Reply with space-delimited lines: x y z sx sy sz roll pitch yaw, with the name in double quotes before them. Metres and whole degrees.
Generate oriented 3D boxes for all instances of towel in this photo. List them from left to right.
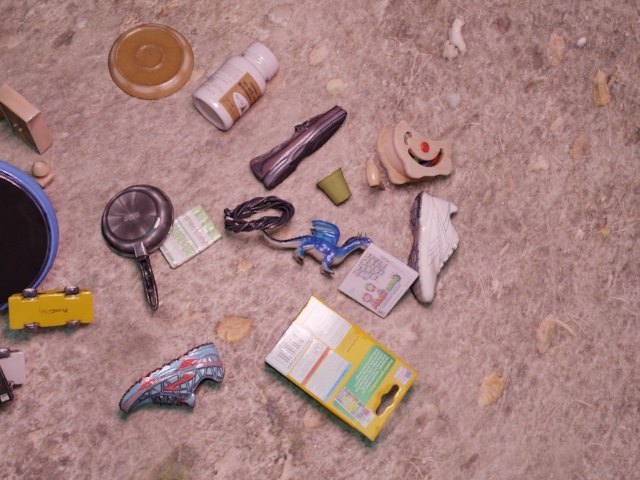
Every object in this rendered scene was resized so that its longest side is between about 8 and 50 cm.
"towel" -0.346 -0.011 1.685 0.152 0.023 0.113 -33 83 -14

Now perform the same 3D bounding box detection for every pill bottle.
"pill bottle" -0.221 -0.418 1.740 0.131 0.131 0.229 40 76 6

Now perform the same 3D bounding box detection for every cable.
"cable" -0.155 -0.068 1.655 0.185 0.150 0.047 -8 114 -7

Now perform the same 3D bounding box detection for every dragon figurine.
"dragon figurine" 0.000 0.000 1.672 0.289 0.085 0.144 24 75 2

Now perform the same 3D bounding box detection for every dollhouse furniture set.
"dollhouse furniture set" -0.854 -0.208 1.586 0.303 0.174 0.355 39 66 7

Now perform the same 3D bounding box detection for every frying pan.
"frying pan" -0.480 0.005 1.642 0.197 0.053 0.326 5 73 9

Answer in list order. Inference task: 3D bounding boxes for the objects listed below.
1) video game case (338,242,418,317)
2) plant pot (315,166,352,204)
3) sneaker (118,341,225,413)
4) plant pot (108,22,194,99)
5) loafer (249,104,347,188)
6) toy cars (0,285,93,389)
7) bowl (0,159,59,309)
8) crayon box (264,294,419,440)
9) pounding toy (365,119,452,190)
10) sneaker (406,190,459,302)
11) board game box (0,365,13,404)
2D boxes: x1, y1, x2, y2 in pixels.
"video game case" 0.144 0.102 1.634 0.143 0.019 0.157 33 117 -3
"plant pot" 0.042 -0.140 1.721 0.083 0.083 0.079 -35 92 -12
"sneaker" -0.348 0.353 1.546 0.262 0.104 0.125 -30 82 -11
"plant pot" -0.470 -0.502 1.794 0.237 0.032 0.236 1 76 -4
"loafer" -0.060 -0.269 1.731 0.302 0.109 0.095 -44 79 -10
"toy cars" -0.726 0.230 1.554 0.394 0.087 0.176 -44 114 -11
"bowl" -0.819 -0.007 1.514 0.391 0.077 0.390 -6 104 -24
"crayon box" 0.049 0.312 1.597 0.323 0.083 0.203 36 76 6
"pounding toy" 0.209 -0.224 1.718 0.270 0.155 0.154 -9 86 -38
"sneaker" 0.297 0.018 1.684 0.129 0.111 0.297 9 76 -8
"board game box" -0.815 0.341 1.472 0.186 0.026 0.126 -20 107 -19
